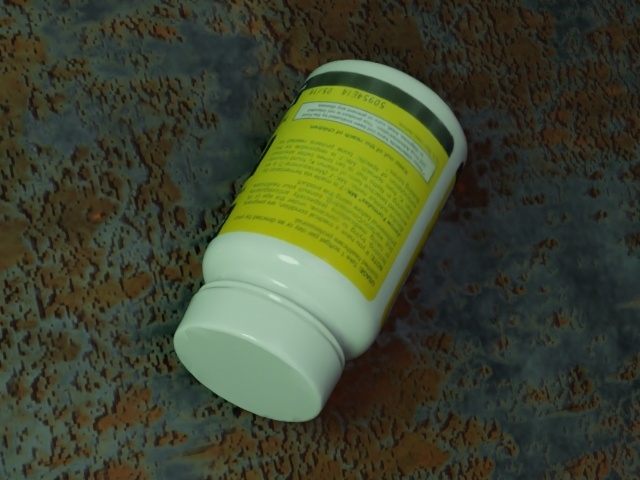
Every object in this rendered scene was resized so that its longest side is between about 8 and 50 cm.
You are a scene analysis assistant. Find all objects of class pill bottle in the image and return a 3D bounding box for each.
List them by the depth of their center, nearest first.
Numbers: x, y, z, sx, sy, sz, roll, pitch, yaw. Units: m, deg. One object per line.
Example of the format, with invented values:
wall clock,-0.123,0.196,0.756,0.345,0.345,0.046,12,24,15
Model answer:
pill bottle,0.000,0.000,1.046,0.119,0.119,0.208,40,59,-19
